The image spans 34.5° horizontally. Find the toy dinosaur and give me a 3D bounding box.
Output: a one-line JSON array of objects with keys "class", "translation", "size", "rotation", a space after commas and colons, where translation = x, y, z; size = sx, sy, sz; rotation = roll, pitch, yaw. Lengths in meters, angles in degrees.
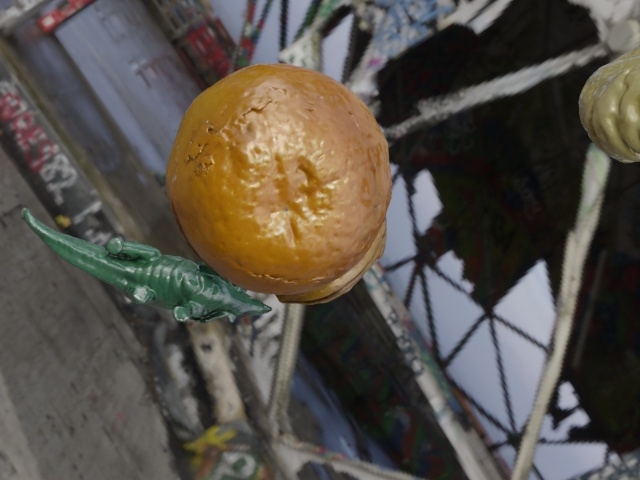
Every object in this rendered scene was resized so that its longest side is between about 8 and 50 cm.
[{"class": "toy dinosaur", "translation": [-0.189, 0.039, 1.145], "size": [0.292, 0.079, 0.120], "rotation": [21, -8, -26]}]

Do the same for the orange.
[{"class": "orange", "translation": [-0.039, -0.059, 0.985], "size": [0.219, 0.219, 0.193], "rotation": [55, -10, -34]}]

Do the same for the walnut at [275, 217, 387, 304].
[{"class": "walnut", "translation": [0.000, 0.000, 1.224], "size": [0.144, 0.180, 0.144], "rotation": [33, -25, 17]}]

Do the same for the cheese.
[{"class": "cheese", "translation": [0.399, -0.175, 1.144], "size": [0.117, 0.226, 0.214], "rotation": [57, 17, -4]}]
